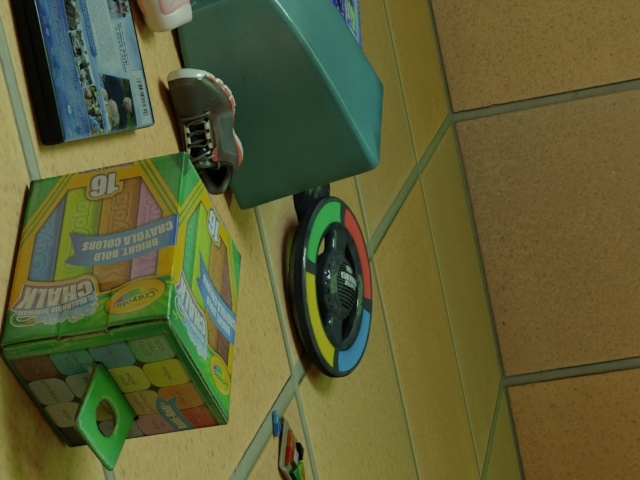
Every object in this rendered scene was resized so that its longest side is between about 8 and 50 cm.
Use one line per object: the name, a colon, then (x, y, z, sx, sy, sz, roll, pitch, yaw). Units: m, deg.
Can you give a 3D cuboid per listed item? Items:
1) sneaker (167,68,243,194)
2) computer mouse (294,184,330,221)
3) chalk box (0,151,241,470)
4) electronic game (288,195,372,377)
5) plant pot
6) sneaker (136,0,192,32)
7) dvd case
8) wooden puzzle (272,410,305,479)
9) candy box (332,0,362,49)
sneaker: (-0.114, -0.106, 1.675, 0.158, 0.061, 0.065, 66, 25, -47)
computer mouse: (0.000, 0.000, 2.161, 0.071, 0.041, 0.242, 21, 61, -77)
chalk box: (-0.143, 0.062, 1.220, 0.132, 0.132, 0.213, 66, 18, -47)
electronic game: (0.017, 0.058, 2.092, 0.229, 0.048, 0.229, -5, 90, -67)
plant pot: (-0.053, -0.191, 1.794, 0.165, 0.165, 0.234, -84, 152, -52)
sneaker: (-0.151, -0.253, 1.638, 0.134, 0.051, 0.070, -78, 157, -52)
dvd case: (-0.202, -0.177, 1.407, 0.253, 0.022, 0.180, -32, 111, -77)
wooden puzzle: (-0.031, 0.245, 1.881, 0.116, 0.014, 0.078, 62, 22, -55)
candy box: (-0.040, -0.335, 2.051, 0.317, 0.122, 0.268, 57, 27, -65)
